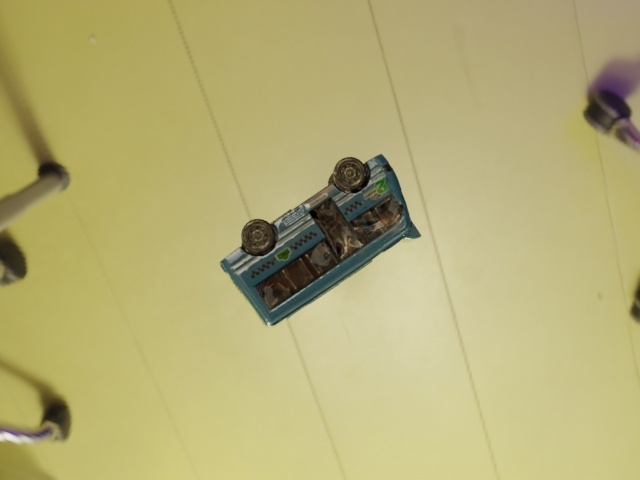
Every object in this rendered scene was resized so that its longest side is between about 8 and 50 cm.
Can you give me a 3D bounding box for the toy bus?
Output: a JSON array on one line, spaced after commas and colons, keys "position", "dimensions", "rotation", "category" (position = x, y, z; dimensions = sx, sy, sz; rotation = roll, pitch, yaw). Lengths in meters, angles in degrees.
[{"position": [0.000, 0.000, 0.493], "dimensions": [0.083, 0.038, 0.046], "rotation": [-34, 87, -6], "category": "toy bus"}]
